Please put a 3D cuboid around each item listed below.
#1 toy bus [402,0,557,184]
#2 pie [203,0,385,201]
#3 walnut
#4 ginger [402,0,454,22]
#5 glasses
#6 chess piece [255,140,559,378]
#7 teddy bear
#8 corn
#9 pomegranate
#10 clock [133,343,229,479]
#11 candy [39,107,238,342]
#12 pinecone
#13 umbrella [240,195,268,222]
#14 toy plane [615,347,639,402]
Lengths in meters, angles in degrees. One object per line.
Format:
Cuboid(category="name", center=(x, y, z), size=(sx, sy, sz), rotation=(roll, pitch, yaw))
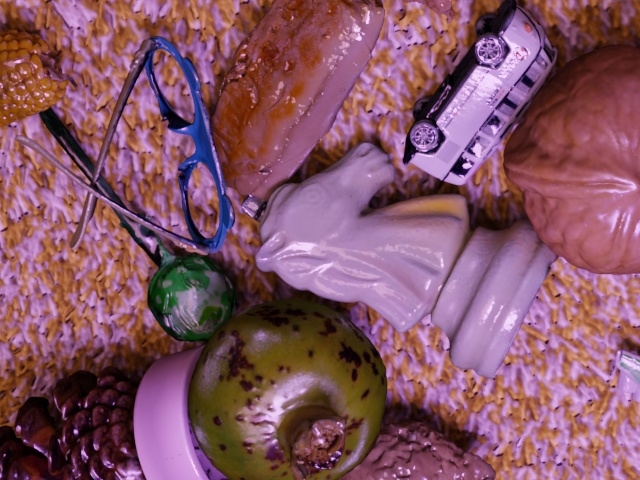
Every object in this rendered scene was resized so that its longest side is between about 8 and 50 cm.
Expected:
Cuboid(category="toy bus", center=(0.163, -0.147, 1.416), size=(0.089, 0.087, 0.194), rotation=(32, 115, -9))
Cuboid(category="pie", center=(-0.030, -0.170, 1.451), size=(0.128, 0.068, 0.282), rotation=(42, 123, 16))
Cuboid(category="walnut", center=(0.285, -0.076, 1.340), size=(0.228, 0.228, 0.228), rotation=(5, 113, 11))
Cuboid(category="ginger", center=(0.066, -0.316, 1.379), size=(0.214, 0.059, 0.133), rotation=(30, 111, -3))
Cuboid(category="glasses", center=(-0.205, -0.088, 1.489), size=(0.207, 0.102, 0.239), rotation=(-11, 101, 1))
Cuboid(category="chess piece", center=(0.085, 0.009, 1.460), size=(0.298, 0.176, 0.175), rotation=(25, 115, 8))
Cuboid(category="teddy bear", center=(0.082, 0.312, 1.585), size=(0.267, 0.156, 0.256), rotation=(18, 113, 6))
Cuboid(category="corn", center=(-0.408, -0.158, 1.532), size=(0.310, 0.101, 0.101), rotation=(-13, 109, 20))
Cuboid(category="pomegranate", center=(-0.026, 0.173, 1.436), size=(0.211, 0.263, 0.211), rotation=(-6, 112, -16))
Cuboid(category="clock", center=(-0.120, 0.215, 1.560), size=(0.068, 0.197, 0.196), rotation=(-18, 107, 28))
Cuboid(category="candy", center=(-0.210, -0.024, 1.561), size=(0.097, 0.097, 0.323), rotation=(-37, 93, 23))
Cuboid(category="pinecone", center=(-0.280, 0.272, 1.622), size=(0.292, 0.246, 0.246), rotation=(-15, 109, 35))
Cuboid(category="umbrella", center=(0.000, 0.000, 1.531), size=(0.188, 0.050, 0.046), rotation=(32, 93, -2))
Cuboid(category="toy plane", center=(0.398, 0.139, 1.482), size=(0.174, 0.080, 0.174), rotation=(5, 115, 11))
